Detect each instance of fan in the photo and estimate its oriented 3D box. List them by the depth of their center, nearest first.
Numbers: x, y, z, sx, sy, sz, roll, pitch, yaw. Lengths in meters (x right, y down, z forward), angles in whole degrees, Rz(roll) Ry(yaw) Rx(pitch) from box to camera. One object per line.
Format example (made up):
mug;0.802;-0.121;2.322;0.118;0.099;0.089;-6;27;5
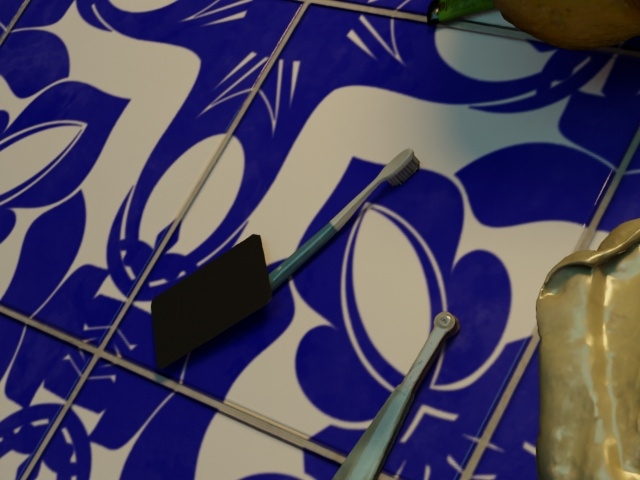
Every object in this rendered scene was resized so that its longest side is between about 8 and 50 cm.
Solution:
fan;0.060;0.191;1.326;0.057;0.023;0.282;24;77;42

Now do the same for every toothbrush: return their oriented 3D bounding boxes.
toothbrush;0.000;0.000;1.491;0.275;0.025;0.019;-42;42;5

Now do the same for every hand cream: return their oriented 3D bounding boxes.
hand cream;0.174;-0.266;1.549;0.121;0.023;0.036;-9;57;29

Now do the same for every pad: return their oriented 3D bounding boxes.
pad;-0.121;0.065;1.520;0.157;0.003;0.112;-32;41;17

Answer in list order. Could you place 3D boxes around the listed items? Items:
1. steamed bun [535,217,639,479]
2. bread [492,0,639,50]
steamed bun;0.337;0.142;1.034;0.372;0.230;0.325;23;83;41
bread;0.268;-0.366;1.341;0.215;0.398;0.398;-15;53;39
